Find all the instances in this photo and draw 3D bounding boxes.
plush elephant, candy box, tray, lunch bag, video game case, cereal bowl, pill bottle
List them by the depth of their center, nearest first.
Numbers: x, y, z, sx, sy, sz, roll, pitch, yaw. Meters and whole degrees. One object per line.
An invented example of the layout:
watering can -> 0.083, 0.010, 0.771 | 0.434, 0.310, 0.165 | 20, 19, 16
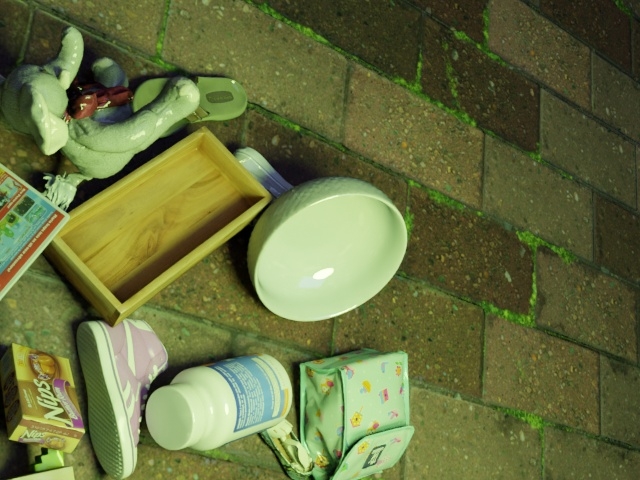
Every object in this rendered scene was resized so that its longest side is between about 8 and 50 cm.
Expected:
candy box -> -0.457, 0.255, 1.553 | 0.109, 0.053, 0.186 | 24, 19, -34
video game case -> -0.588, -0.055, 1.572 | 0.285, 0.025, 0.204 | 38, 54, -9
plush elephant -> -0.433, -0.239, 1.642 | 0.330, 0.272, 0.255 | -53, 141, -12
pill bottle -> -0.186, 0.297, 1.745 | 0.272, 0.152, 0.152 | -4, 80, -57
tray -> -0.298, -0.035, 1.784 | 0.203, 0.076, 0.411 | 46, 53, 5
cereal bowl -> 0.000, 0.000, 1.959 | 0.339, 0.339, 0.141 | 16, 29, -37
lunch bag -> 0.077, 0.372, 1.992 | 0.223, 0.160, 0.262 | -5, 92, -47

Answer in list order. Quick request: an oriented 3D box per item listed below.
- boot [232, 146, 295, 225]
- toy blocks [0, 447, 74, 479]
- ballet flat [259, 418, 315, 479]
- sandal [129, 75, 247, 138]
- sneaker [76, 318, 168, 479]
boot -> -0.110, -0.070, 2.010 | 0.258, 0.095, 0.123 | 41, 62, -17
toy blocks -> -0.498, 0.514, 1.454 | 0.261, 0.191, 0.381 | -5, 82, -31
ballet flat -> -0.070, 0.398, 1.916 | 0.070, 0.070, 0.188 | -45, 108, -39
sandal -> -0.260, -0.288, 1.930 | 0.303, 0.086, 0.120 | -22, 93, -43
sneaker -> -0.329, 0.274, 1.702 | 0.161, 0.102, 0.282 | -1, 79, -45
